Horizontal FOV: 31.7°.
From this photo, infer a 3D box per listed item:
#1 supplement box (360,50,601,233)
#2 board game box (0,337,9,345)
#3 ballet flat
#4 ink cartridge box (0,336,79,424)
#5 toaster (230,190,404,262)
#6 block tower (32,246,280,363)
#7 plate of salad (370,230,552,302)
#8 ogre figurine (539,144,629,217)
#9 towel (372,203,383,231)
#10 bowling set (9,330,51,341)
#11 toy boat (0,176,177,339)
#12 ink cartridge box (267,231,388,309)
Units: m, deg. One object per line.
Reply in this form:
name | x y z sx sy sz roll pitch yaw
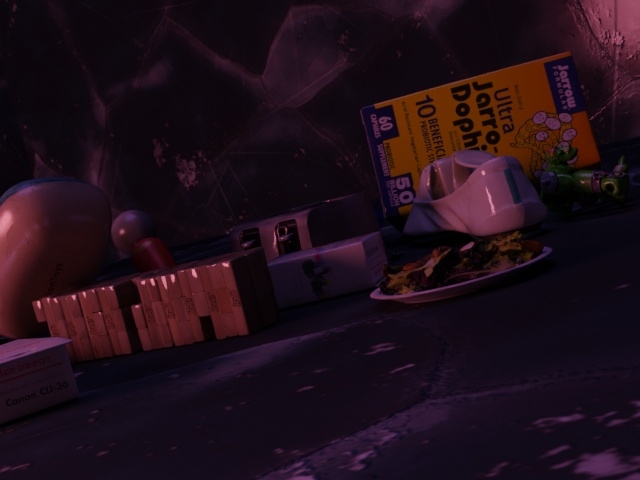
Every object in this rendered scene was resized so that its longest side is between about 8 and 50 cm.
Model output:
supplement box | 0.271 -0.157 1.890 0.356 0.194 0.195 -15 -10 10
board game box | -0.502 0.171 1.400 0.208 0.056 0.347 -12 -2 -10
ballet flat | 0.211 -0.067 1.629 0.139 0.139 0.400 -16 4 -12
ink cartridge box | -0.327 0.147 1.160 0.115 0.067 0.198 -18 3 -30
toaster | -0.011 0.005 1.608 0.168 0.110 0.185 -10 7 45
block tower | -0.202 0.084 1.391 0.335 0.097 0.091 -10 6 35
plate of salad | 0.147 0.025 1.206 0.199 0.048 0.200 -15 5 1
ogre figurine | 0.364 -0.080 1.561 0.118 0.097 0.197 4 24 11
towel | 0.000 0.000 1.966 0.227 0.076 0.308 -22 5 1
bowling set | -0.478 0.089 1.797 0.154 0.287 0.200 -22 38 -2
toy boat | -0.348 0.016 1.579 0.318 0.148 0.267 0 -49 -45
ink cartridge box | 0.023 0.034 1.426 0.181 0.062 0.104 -13 5 16
